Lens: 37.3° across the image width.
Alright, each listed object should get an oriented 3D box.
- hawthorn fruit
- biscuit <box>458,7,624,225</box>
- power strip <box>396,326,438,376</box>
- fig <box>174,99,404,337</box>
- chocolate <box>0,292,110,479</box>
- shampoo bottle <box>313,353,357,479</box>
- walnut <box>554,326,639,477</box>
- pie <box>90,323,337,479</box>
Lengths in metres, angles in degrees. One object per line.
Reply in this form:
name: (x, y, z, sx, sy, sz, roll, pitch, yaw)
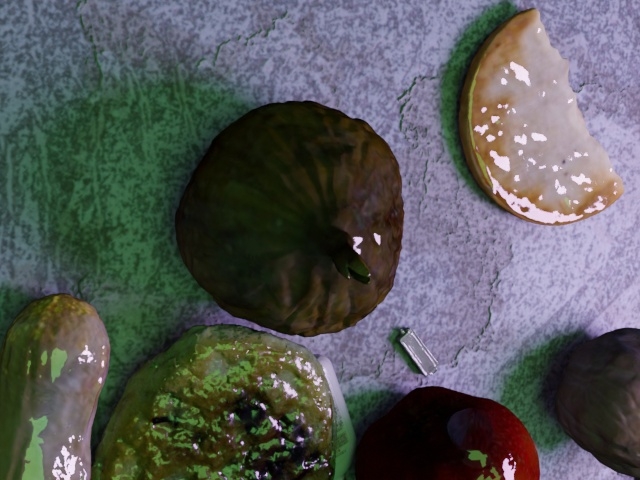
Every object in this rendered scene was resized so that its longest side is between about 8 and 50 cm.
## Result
hawthorn fruit: (0.188, 0.312, 1.247, 0.266, 0.230, 0.210, 42, 55, -35)
biscuit: (0.290, -0.146, 1.322, 0.204, 0.040, 0.309, -36, 107, -14)
power strip: (0.133, 0.152, 1.308, 0.027, 0.017, 0.083, -41, 109, -13)
fig: (0.000, 0.000, 1.061, 0.286, 0.368, 0.286, -6, 109, -19)
chocolate: (-0.314, 0.213, 1.083, 0.134, 0.134, 0.309, 14, 91, -22)
shampoo bottle: (-0.005, 0.265, 1.250, 0.108, 0.051, 0.221, -23, 104, -21)
walnut: (0.444, 0.228, 1.330, 0.224, 0.224, 0.224, -3, 97, -21)
pie: (-0.113, 0.256, 1.155, 0.323, 0.070, 0.323, -3, 100, -16)
